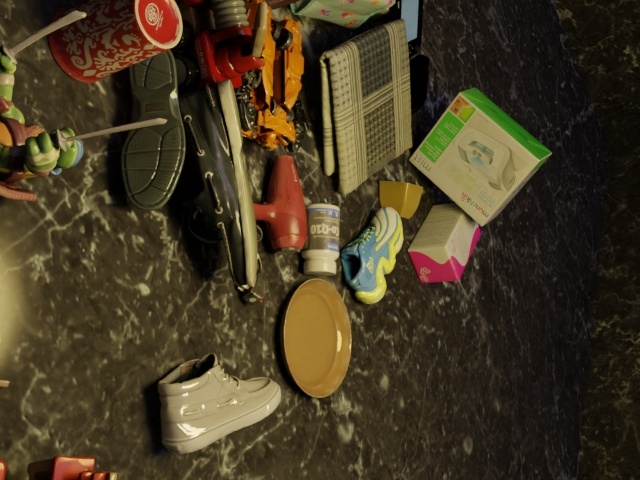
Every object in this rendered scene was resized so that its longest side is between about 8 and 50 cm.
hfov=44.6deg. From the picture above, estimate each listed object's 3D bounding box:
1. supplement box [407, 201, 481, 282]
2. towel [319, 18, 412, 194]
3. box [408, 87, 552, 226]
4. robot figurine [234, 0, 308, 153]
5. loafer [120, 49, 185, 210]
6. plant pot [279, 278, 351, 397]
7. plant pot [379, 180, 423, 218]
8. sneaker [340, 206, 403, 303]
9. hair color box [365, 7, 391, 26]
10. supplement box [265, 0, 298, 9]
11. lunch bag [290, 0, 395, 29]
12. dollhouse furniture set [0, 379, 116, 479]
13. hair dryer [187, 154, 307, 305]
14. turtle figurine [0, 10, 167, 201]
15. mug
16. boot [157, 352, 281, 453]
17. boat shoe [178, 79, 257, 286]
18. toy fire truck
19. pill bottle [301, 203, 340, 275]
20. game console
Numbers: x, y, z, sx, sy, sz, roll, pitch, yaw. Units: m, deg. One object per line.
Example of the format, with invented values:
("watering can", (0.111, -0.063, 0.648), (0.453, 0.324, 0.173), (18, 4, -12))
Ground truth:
("supplement box", (0.326, 0.001, 2.028), (0.220, 0.114, 0.111), (-55, 129, -47))
("towel", (0.104, -0.297, 1.722), (0.312, 0.056, 0.324), (-38, 131, -44))
("box", (0.401, -0.213, 1.977), (0.262, 0.231, 0.127), (45, 32, 12))
("robot figurine", (-0.101, -0.303, 1.475), (0.211, 0.085, 0.291), (20, 67, -53))
("loafer", (-0.256, -0.172, 1.222), (0.084, 0.096, 0.267), (118, -27, -79))
("plant pot", (-0.013, 0.195, 1.564), (0.236, 0.032, 0.236), (16, 70, -54))
("plant pot", (0.189, -0.095, 1.877), (0.081, 0.081, 0.083), (6, 91, -55))
("sneaker", (0.113, 0.014, 1.729), (0.126, 0.091, 0.240), (38, 55, -46))
("hair color box", (0.113, -0.709, 1.838), (0.185, 0.114, 0.374), (-14, 96, -56))
("supplement box", (-0.105, -0.535, 1.453), (0.188, 0.081, 0.104), (36, 54, -47))
("lunch bag", (0.022, -0.606, 1.652), (0.223, 0.160, 0.262), (-4, 77, -53))
("dollhouse furniture set", (-0.378, 0.286, 0.870), (0.259, 0.135, 0.262), (16, 69, -41))
("hair dryer", (-0.104, -0.051, 1.430), (0.223, 0.080, 0.293), (59, 41, -31))
("turtle figurine", (-0.382, -0.161, 0.915), (0.266, 0.275, 0.197), (-12, 79, -47))
("mug", (-0.293, -0.317, 1.116), (0.113, 0.169, 0.150), (-15, 97, -55))
("boot", (-0.159, 0.242, 1.279), (0.258, 0.095, 0.123), (-19, 107, -54))
("boat shoe", (-0.173, -0.086, 1.279), (0.127, 0.113, 0.340), (-101, -176, -77))
("toy fire truck", (-0.152, -0.363, 1.264), (0.158, 0.246, 0.217), (-17, 98, -56))
("pill bottle", (0.000, 0.000, 1.576), (0.078, 0.078, 0.137), (17, 70, -54))
("game console", (0.195, -0.445, 1.851), (0.213, 0.044, 0.361), (-42, 142, -39))
